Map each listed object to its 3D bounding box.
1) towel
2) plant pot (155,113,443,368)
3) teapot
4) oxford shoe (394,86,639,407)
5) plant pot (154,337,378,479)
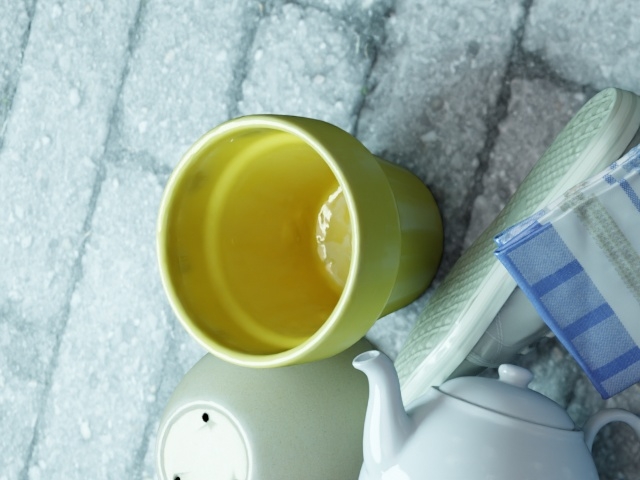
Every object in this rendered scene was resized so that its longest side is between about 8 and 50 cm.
[{"bbox_3d":[0.328,0.000,1.792,0.285,0.034,0.209,-34,108,13],"label":"towel"},{"bbox_3d":[0.000,0.000,1.992,0.254,0.239,0.254,0,90,34],"label":"plant pot"},{"bbox_3d":[0.169,0.211,1.846,0.252,0.256,0.187,18,91,24],"label":"teapot"},{"bbox_3d":[0.206,0.048,1.918,0.130,0.169,0.449,33,116,-12],"label":"oxford shoe"},{"bbox_3d":[-0.068,0.226,2.074,0.284,0.191,0.284,1,91,35],"label":"plant pot"}]
